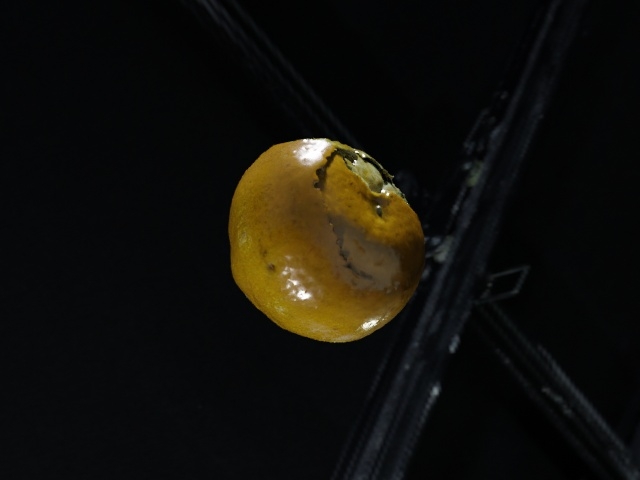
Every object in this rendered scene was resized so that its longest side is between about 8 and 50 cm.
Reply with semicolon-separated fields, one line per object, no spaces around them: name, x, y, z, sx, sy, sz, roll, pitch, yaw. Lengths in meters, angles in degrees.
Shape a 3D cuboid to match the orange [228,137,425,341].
orange;0.000;0.000;0.810;0.156;0.134;0.156;36;-139;-39
